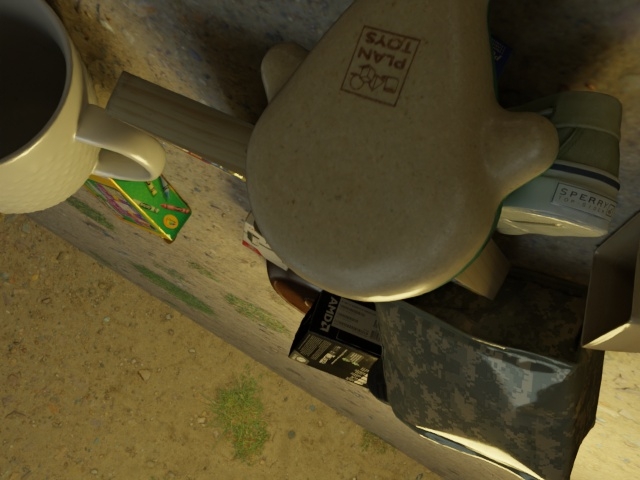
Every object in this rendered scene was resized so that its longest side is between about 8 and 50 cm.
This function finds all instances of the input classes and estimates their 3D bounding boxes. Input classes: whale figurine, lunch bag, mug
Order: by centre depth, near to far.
[{"bbox_3d":[0.061,-0.093,0.437,0.216,0.271,0.141,22,-169,25],"label":"whale figurine"},{"bbox_3d":[0.205,0.155,0.823,0.287,0.169,0.235,14,130,33],"label":"lunch bag"},{"bbox_3d":[-0.410,-0.162,0.906,0.375,0.276,0.328,14,167,-5],"label":"mug"}]

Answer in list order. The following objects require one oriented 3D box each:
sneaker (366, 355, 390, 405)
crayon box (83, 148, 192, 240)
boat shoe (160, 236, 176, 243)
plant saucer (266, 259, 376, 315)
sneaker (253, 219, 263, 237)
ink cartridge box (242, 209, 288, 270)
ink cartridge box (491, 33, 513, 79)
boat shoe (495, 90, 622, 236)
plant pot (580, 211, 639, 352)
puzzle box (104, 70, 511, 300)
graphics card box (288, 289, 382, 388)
[{"bbox_3d":[0.238,0.239,1.011,0.319,0.112,0.131,-6,142,24],"label":"sneaker"},{"bbox_3d":[-0.392,-0.121,1.227,0.166,0.081,0.278,20,158,30],"label":"crayon box"},{"bbox_3d":[-0.369,-0.044,1.443,0.045,0.050,0.135,25,150,27],"label":"boat shoe"},{"bbox_3d":[0.012,0.126,1.302,0.311,0.050,0.310,28,161,11],"label":"plant saucer"},{"bbox_3d":[0.000,0.000,0.949,0.222,0.083,0.118,10,152,44],"label":"sneaker"},{"bbox_3d":[-0.079,-0.009,1.081,0.099,0.056,0.135,31,161,2],"label":"ink cartridge box"},{"bbox_3d":[0.072,-0.134,0.569,0.097,0.046,0.207,32,161,-7],"label":"ink cartridge box"},{"bbox_3d":[0.156,-0.062,0.549,0.109,0.094,0.302,19,180,-16],"label":"boat shoe"},{"bbox_3d":[0.319,0.052,0.590,0.096,0.109,0.109,16,159,6],"label":"plant pot"},{"bbox_3d":[-0.002,-0.053,0.694,0.409,0.052,0.272,26,-178,24],"label":"puzzle box"},{"bbox_3d":[0.137,0.227,1.190,0.371,0.094,0.232,21,156,-3],"label":"graphics card box"}]
